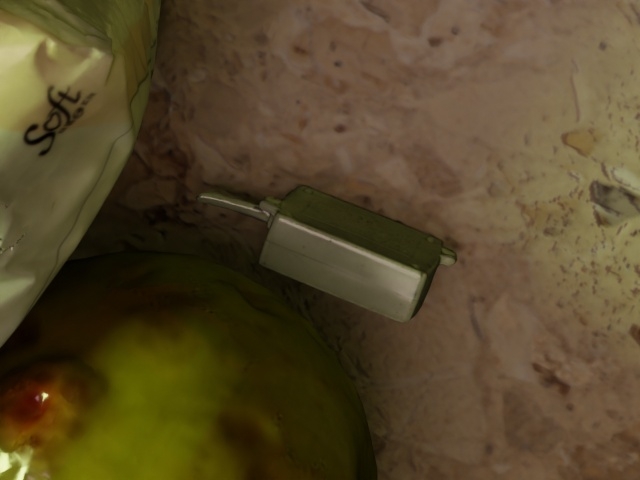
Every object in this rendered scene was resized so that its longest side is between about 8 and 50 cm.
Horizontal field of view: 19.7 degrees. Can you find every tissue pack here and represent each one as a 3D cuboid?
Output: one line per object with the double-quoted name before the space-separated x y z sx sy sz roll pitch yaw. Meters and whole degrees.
"tissue pack" -0.243 -0.038 1.111 0.195 0.390 0.375 31 106 -16

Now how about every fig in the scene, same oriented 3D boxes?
"fig" -0.115 0.180 1.179 0.343 0.343 0.343 4 109 11

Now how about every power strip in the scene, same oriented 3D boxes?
"power strip" 0.000 0.000 1.213 0.175 0.075 0.042 22 111 6
